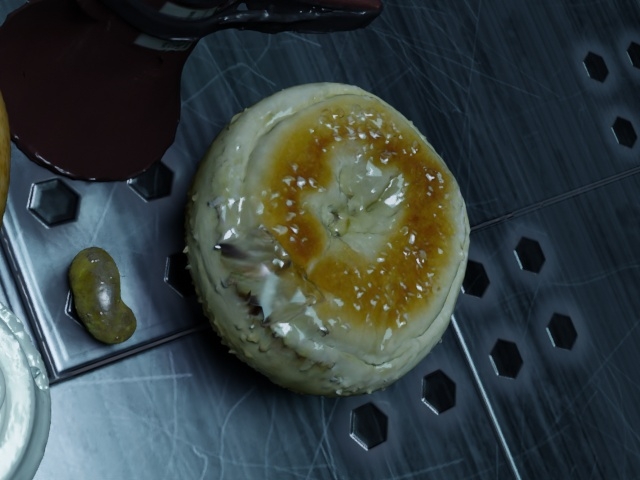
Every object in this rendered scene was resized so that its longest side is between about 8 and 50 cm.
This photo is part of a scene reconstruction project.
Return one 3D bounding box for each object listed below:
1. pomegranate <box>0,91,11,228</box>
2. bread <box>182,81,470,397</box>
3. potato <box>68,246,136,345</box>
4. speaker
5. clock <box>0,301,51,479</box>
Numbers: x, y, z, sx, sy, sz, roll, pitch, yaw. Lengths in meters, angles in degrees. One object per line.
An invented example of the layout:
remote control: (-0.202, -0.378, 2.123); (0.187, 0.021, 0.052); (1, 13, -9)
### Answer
pomegranate: (-0.388, -0.075, 0.542); (0.417, 0.417, 0.416); (10, 69, -28)
bread: (0.000, 0.000, 0.889); (0.306, 0.159, 0.305); (11, 69, -31)
potato: (-0.195, 0.050, 0.824); (0.092, 0.045, 0.046); (70, 20, 3)
speaker: (-0.111, -0.171, 0.793); (0.259, 0.329, 0.198); (29, 61, -27)
clock: (-0.321, 0.129, 0.717); (0.236, 0.053, 0.236); (10, 68, -27)
